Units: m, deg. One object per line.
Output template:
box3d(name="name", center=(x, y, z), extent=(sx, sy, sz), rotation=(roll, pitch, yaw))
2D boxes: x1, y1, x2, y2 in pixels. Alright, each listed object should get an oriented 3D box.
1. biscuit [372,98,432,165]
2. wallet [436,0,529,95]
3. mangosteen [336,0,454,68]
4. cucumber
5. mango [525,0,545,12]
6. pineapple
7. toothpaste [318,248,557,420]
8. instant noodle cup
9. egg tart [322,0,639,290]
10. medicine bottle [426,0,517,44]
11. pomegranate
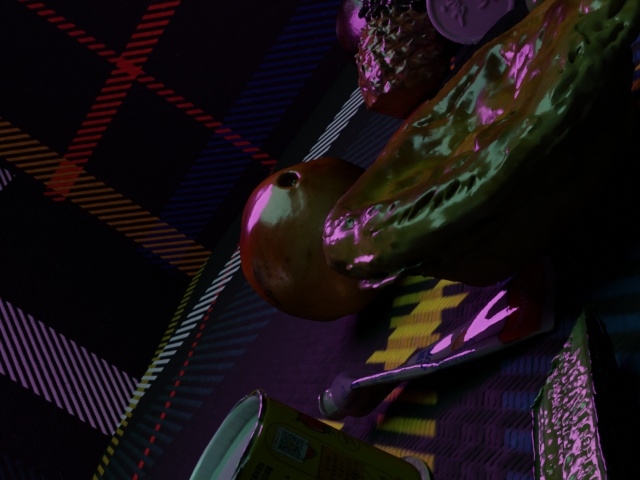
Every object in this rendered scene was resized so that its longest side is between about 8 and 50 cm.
box3d(name="biscuit", center=(0.108, -0.115, 1.431), extent=(0.224, 0.033, 0.144), rotation=(-57, 8, -4))
box3d(name="wallet", center=(0.240, -0.242, 1.169), extent=(0.323, 0.041, 0.247), rotation=(-44, 17, 41))
box3d(name="mangosteen", center=(0.126, -0.416, 1.638), extent=(0.228, 0.266, 0.228), rotation=(-26, -17, -8))
box3d(name="cucumber", center=(0.142, 0.123, 0.480), extent=(0.070, 0.046, 0.220), rotation=(-54, 8, 29))
box3d(name="mango", center=(0.296, -0.346, 0.987), extent=(0.156, 0.114, 0.251), rotation=(-9, 42, 56))
box3d(name="pineapple", center=(0.115, -0.342, 1.456), extent=(0.158, 0.157, 0.279), rotation=(143, 120, -63))
box3d(name="toothpaste", center=(0.092, 0.098, 0.788), extent=(0.301, 0.048, 0.075), rotation=(-38, 6, 45))
box3d(name="instant noodle cup", center=(-0.025, 0.212, 0.707), extent=(0.182, 0.144, 0.182), rotation=(-54, 11, 15))
box3d(name="egg tart", center=(0.146, -0.067, 0.738), extent=(0.341, 0.129, 0.341), rotation=(-43, 7, 7))
box3d(name="medicine bottle", center=(0.234, -0.401, 1.390), extent=(0.152, 0.152, 0.254), rotation=(-51, 11, 31))
box3d(name="pomegranate", center=(-0.001, -0.005, 1.124), extent=(0.209, 0.209, 0.209), rotation=(-54, 10, 14))
